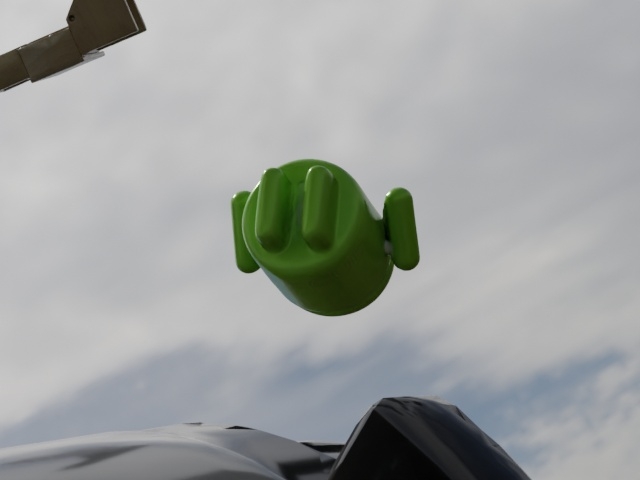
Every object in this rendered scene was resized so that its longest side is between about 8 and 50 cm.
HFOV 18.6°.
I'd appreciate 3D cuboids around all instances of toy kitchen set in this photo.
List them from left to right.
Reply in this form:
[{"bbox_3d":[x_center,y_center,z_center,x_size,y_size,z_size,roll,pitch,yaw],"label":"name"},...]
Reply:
[{"bbox_3d":[-0.141,-0.125,1.013,0.083,0.075,0.068,-23,5,6],"label":"toy kitchen set"}]

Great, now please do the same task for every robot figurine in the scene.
[{"bbox_3d":[0.000,0.000,1.021,0.101,0.067,0.115,-3,-22,17],"label":"robot figurine"}]

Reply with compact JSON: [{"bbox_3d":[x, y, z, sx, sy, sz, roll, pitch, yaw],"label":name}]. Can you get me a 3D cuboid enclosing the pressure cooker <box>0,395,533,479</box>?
[{"bbox_3d":[-0.083,0.237,0.477,0.420,0.375,0.370,-6,-6,-37],"label":"pressure cooker"}]
